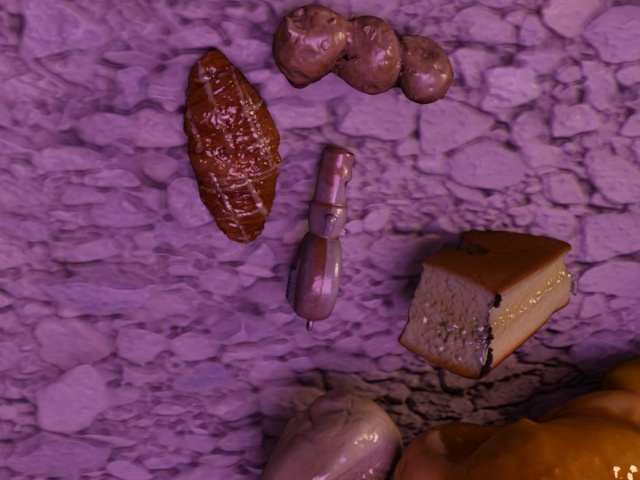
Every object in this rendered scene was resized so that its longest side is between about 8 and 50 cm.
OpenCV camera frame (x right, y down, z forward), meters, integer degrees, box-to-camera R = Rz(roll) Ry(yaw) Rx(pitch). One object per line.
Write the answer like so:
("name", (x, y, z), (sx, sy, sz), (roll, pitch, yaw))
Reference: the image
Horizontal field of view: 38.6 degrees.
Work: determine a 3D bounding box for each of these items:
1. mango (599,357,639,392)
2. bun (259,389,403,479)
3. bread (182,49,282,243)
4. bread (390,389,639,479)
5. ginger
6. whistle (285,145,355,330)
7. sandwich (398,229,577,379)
("mango", (0.493, 0.305, 1.265), (0.195, 0.142, 0.331), (-15, 109, -6))
("bun", (0.001, 0.287, 1.155), (0.229, 0.145, 0.229), (-26, 139, -25))
("bread", (-0.094, -0.093, 1.018), (0.105, 0.076, 0.233), (-10, 117, -3))
("bread", (0.261, 0.355, 1.109), (0.361, 0.250, 0.394), (-6, 140, -19))
("ginger", (0.049, -0.198, 0.990), (0.204, 0.080, 0.104), (7, 146, -12))
("whistle", (0.000, 0.000, 1.067), (0.057, 0.107, 0.220), (10, 100, -9))
("sandwich", (0.213, 0.064, 1.119), (0.236, 0.128, 0.122), (-22, 128, -49))
